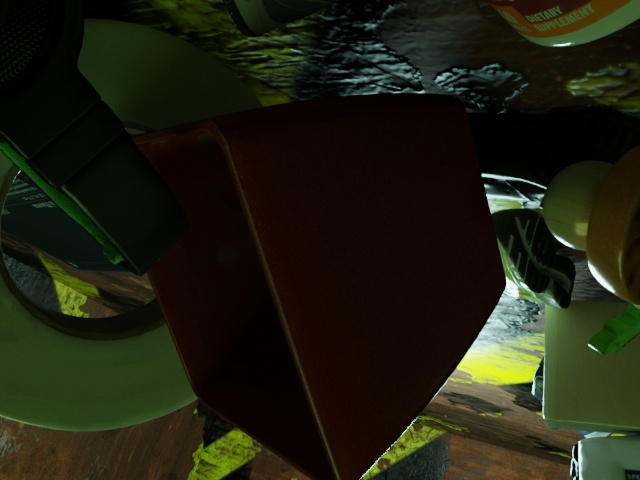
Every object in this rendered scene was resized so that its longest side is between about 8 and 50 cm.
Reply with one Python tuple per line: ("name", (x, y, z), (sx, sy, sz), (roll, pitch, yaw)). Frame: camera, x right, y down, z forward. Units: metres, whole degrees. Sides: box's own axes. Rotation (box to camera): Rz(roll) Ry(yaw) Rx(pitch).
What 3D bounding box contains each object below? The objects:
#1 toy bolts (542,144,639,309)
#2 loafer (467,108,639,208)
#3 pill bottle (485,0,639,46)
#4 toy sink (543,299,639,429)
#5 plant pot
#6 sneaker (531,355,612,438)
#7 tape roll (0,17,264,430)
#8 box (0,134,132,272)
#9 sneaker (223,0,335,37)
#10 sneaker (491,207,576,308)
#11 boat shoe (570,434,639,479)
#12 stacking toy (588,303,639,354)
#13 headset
("toy bolts", (0.276, -0.014, 0.461), (0.158, 0.218, 0.228), (26, 161, 49))
("loafer", (0.201, -0.066, 0.591), (0.220, 0.080, 0.078), (18, 168, 38))
("pill bottle", (0.068, -0.193, 0.288), (0.221, 0.121, 0.121), (30, 159, -28))
("toy sink", (0.375, 0.181, 0.924), (0.131, 0.152, 0.234), (1, 162, 20))
("plant pot", (0.000, 0.000, 0.585), (0.267, 0.236, 0.267), (7, 119, 57))
("sneaker", (0.458, 0.241, 1.150), (0.163, 0.086, 0.226), (39, 140, 13))
("tape roll", (-0.207, -0.011, 0.657), (0.392, 0.392, 0.072), (31, 173, -28))
("box", (-0.329, -0.102, 0.858), (0.343, 0.178, 0.312), (0, 151, 47))
("sneaker", (-0.044, -0.222, 0.424), (0.081, 0.080, 0.211), (-9, 154, 14))
("sneaker", (0.226, 0.026, 0.801), (0.094, 0.081, 0.208), (7, 158, 39))
("boat shoe", (0.469, 0.282, 0.800), (0.158, 0.127, 0.340), (4, 171, -21))
("stacking toy", (0.364, 0.079, 0.551), (0.167, 0.221, 0.052), (41, 154, 56))
("headset", (-0.247, -0.110, 0.400), (0.243, 0.185, 0.394), (21, 152, 55))
